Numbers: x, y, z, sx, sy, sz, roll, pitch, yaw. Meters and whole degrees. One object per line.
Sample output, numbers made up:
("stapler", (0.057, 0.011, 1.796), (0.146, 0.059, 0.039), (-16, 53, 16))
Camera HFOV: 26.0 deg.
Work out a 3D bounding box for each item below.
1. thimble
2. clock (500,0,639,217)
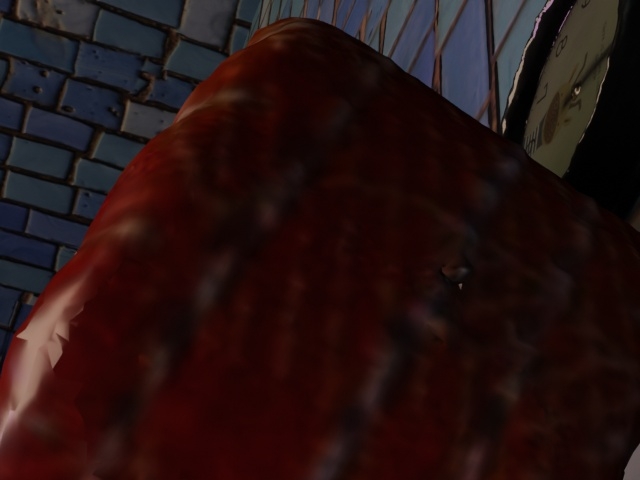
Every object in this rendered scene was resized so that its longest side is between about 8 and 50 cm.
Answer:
("thimble", (-0.004, 0.090, 0.630), (0.350, 0.230, 0.350), (-59, -3, -5))
("clock", (0.149, -0.084, 0.790), (0.184, 0.040, 0.185), (-164, 90, -80))
